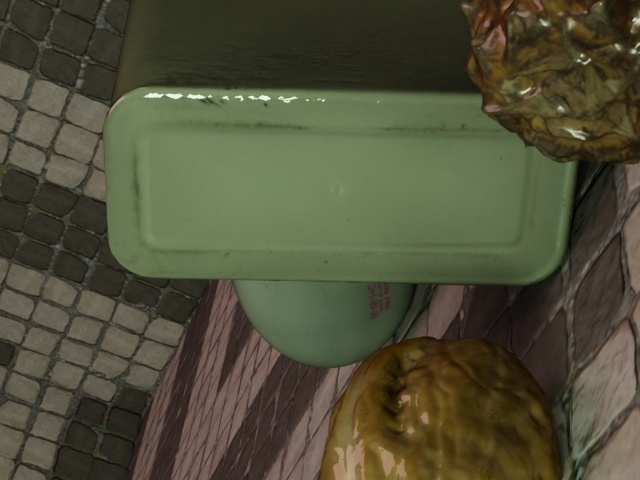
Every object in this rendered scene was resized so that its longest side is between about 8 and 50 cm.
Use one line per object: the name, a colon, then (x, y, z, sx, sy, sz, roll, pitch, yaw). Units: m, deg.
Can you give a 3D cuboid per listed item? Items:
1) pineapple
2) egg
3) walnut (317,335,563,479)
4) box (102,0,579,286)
pineapple: (0.204, -0.207, 0.935, 0.175, 0.175, 0.361, -58, 6, 48)
egg: (0.000, 0.000, 1.385, 0.183, 0.183, 0.264, -88, -10, -63)
walnut: (0.073, 0.138, 0.898, 0.184, 0.155, 0.155, -75, 11, -46)
box: (0.011, -0.118, 1.146, 0.344, 0.352, 0.177, -91, 3, -61)
